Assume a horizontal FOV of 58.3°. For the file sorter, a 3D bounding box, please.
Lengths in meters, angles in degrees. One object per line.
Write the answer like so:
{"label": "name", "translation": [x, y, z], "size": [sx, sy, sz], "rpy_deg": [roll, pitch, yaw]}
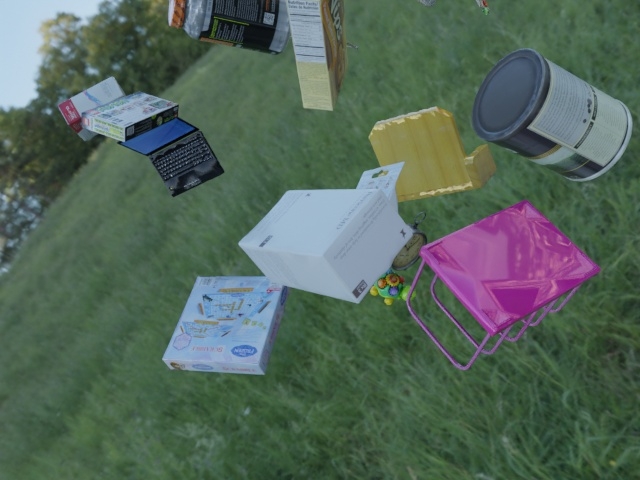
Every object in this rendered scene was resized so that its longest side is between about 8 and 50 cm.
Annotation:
{"label": "file sorter", "translation": [0.345, 0.090, 1.133], "size": [0.290, 0.202, 0.182], "rpy_deg": [-22, -33, -27]}

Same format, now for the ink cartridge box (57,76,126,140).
{"label": "ink cartridge box", "translation": [-0.646, -0.382, 1.669], "size": [0.175, 0.072, 0.127], "rpy_deg": [-31, -10, -7]}

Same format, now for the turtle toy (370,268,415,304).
{"label": "turtle toy", "translation": [0.210, 0.131, 1.630], "size": [0.095, 0.130, 0.066], "rpy_deg": [-54, -6, -34]}

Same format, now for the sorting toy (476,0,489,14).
{"label": "sorting toy", "translation": [0.439, -0.640, 1.549], "size": [0.012, 0.083, 0.062], "rpy_deg": [-33, -16, 38]}

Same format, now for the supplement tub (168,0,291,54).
{"label": "supplement tub", "translation": [-0.243, -0.629, 1.560], "size": [0.193, 0.316, 0.194], "rpy_deg": [-176, 90, -68]}

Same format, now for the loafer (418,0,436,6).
{"label": "loafer", "translation": [0.199, -0.551, 1.224], "size": [0.045, 0.125, 0.039], "rpy_deg": [-45, 14, -19]}

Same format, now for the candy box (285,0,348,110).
{"label": "candy box", "translation": [0.000, -0.492, 1.374], "size": [0.316, 0.087, 0.183], "rpy_deg": [79, -157, -55]}

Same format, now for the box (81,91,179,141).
{"label": "box", "translation": [-0.428, -0.286, 1.308], "size": [0.207, 0.114, 0.036], "rpy_deg": [-51, -23, -56]}

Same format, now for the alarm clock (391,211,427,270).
{"label": "alarm clock", "translation": [0.236, 0.000, 1.574], "size": [0.064, 0.129, 0.192], "rpy_deg": [48, 121, 37]}

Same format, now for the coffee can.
{"label": "coffee can", "translation": [0.504, -0.267, 1.254], "size": [0.201, 0.275, 0.202], "rpy_deg": [-44, 37, 46]}

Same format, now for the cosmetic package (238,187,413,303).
{"label": "cosmetic package", "translation": [0.000, 0.000, 1.352], "size": [0.217, 0.156, 0.385], "rpy_deg": [-50, 27, -23]}

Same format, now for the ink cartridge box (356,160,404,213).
{"label": "ink cartridge box", "translation": [0.141, -0.092, 1.521], "size": [0.181, 0.056, 0.225], "rpy_deg": [-5, 53, 56]}

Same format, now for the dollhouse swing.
{"label": "dollhouse swing", "translation": [0.383, -0.320, 2.008], "size": [0.346, 0.305, 0.315], "rpy_deg": [-9, 17, 33]}

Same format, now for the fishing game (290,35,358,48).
{"label": "fishing game", "translation": [-0.022, -0.620, 1.728], "size": [0.264, 0.189, 0.041], "rpy_deg": [28, 104, 51]}

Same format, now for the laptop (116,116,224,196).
{"label": "laptop", "translation": [-0.507, -0.283, 1.964], "size": [0.234, 0.264, 0.136], "rpy_deg": [-21, 19, 20]}

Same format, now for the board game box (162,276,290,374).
{"label": "board game box", "translation": [-0.281, 0.252, 1.766], "size": [0.066, 0.318, 0.318], "rpy_deg": [69, -152, -44]}
